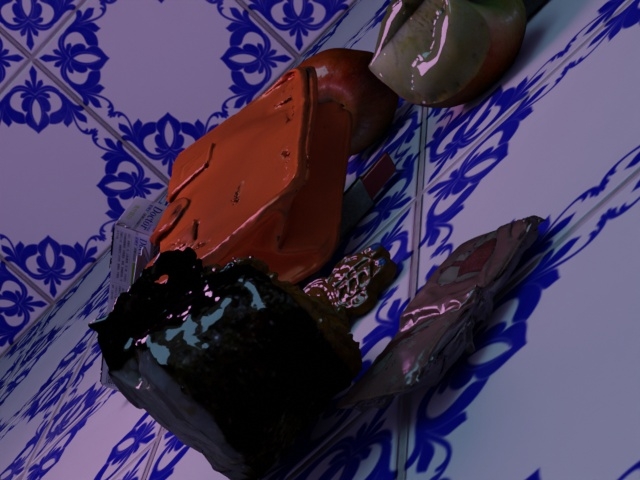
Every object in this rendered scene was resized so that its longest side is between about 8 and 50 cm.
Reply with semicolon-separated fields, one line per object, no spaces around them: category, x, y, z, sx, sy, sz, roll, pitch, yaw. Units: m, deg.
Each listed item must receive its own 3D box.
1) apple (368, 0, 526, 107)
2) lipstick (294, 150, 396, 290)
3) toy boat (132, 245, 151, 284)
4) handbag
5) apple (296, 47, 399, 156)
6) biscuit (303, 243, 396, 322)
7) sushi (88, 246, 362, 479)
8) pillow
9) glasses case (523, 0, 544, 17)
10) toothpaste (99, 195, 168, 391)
apple;0.175;-0.281;2.060;0.207;0.173;0.188;62;141;33
lipstick;0.000;0.000;2.059;0.312;0.051;0.051;-47;14;-9
toy boat;-0.235;0.101;2.215;0.291;0.067;0.220;89;-166;-62
handbag;-0.104;-0.058;2.109;0.303;0.116;0.410;-32;25;22
apple;0.036;-0.220;2.376;0.199;0.199;0.199;-45;12;12
biscuit;0.013;0.071;1.760;0.175;0.026;0.124;-43;28;10
sushi;-0.089;0.108;1.495;0.207;0.234;0.348;-46;1;-11
pillow;0.118;0.069;1.408;0.248;0.049;0.135;-51;10;-33
glasses case;0.338;-0.421;2.178;0.323;0.074;0.131;-45;10;8
toothpaste;-0.285;0.091;2.334;0.081;0.067;0.336;-62;-13;-50
